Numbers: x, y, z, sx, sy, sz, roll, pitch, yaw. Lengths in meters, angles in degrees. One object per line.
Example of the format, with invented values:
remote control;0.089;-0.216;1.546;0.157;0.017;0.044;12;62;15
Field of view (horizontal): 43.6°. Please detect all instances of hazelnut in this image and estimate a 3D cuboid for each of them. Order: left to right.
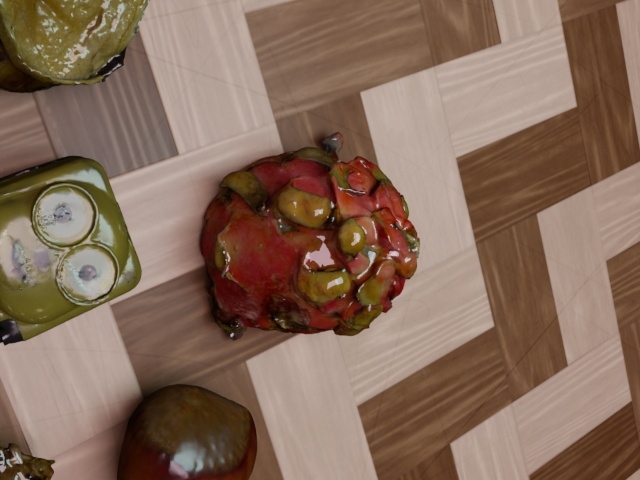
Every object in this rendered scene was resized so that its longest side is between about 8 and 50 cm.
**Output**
hazelnut;-0.193;0.295;1.105;0.210;0.210;0.186;-22;82;-29

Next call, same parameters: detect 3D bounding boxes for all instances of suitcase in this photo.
suitcase;-0.347;0.011;0.987;0.235;0.143;0.193;-27;108;-28

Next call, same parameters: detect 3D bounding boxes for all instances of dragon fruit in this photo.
dragon fruit;0.000;0.000;1.137;0.296;0.263;0.314;-4;97;-31

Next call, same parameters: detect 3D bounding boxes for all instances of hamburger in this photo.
hamburger;-0.322;-0.317;0.951;0.285;0.134;0.265;-51;139;-24

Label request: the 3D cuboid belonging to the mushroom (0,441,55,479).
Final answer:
mushroom;-0.515;0.406;0.896;0.331;0.356;0.334;26;122;-40
